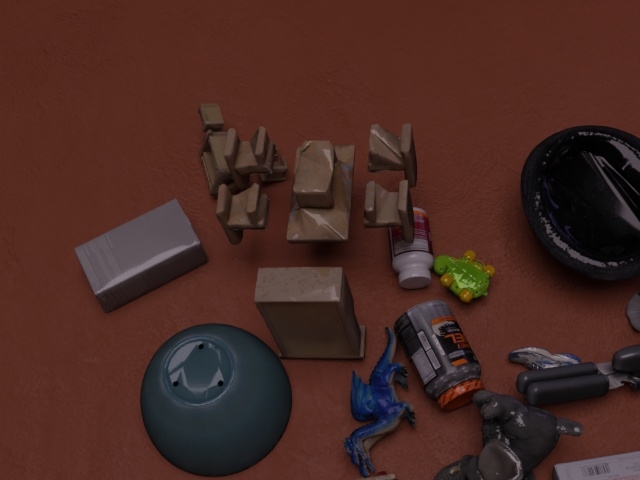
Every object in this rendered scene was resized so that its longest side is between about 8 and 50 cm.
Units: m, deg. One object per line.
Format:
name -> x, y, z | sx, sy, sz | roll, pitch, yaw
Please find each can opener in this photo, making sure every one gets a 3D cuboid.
can opener -> 0.496, 0.242, 1.745 | 0.281, 0.093, 0.074 | -9, 27, -14

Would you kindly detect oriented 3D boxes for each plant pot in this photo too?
plant pot -> -0.207, 0.272, 1.758 | 0.290, 0.195, 0.290 | -2, 64, 4

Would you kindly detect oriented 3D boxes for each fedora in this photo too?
fedora -> 0.543, -0.058, 1.879 | 0.334, 0.152, 0.333 | -1, 67, 3

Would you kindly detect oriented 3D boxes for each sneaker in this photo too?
sneaker -> 0.423, 0.238, 1.801 | 0.135, 0.052, 0.058 | 8, 69, 10

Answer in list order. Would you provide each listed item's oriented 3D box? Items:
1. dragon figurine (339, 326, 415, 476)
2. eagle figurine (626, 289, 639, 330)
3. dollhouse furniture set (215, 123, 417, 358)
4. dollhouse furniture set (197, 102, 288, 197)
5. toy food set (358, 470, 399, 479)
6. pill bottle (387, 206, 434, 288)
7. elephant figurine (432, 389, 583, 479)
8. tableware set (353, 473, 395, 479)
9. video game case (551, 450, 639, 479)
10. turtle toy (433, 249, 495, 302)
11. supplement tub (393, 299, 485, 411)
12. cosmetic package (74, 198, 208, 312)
dragon figurine -> 0.097, 0.290, 1.783 | 0.144, 0.085, 0.289 | -8, 64, 1
eagle figurine -> 0.734, 0.170, 1.758 | 0.298, 0.225, 0.226 | 41, 116, -9
dollhouse furniture set -> 0.000, 0.000, 1.843 | 0.362, 0.256, 0.394 | -1, 59, 11
dollhouse furniture set -> -0.176, -0.197, 2.066 | 0.161, 0.101, 0.181 | -4, 60, -25
toy food set -> 0.129, 0.470, 1.730 | 0.078, 0.019, 0.122 | -30, 57, -10
pill bottle -> 0.182, 0.017, 1.911 | 0.086, 0.086, 0.152 | -5, 64, 2
elephant figurine -> 0.315, 0.402, 1.689 | 0.169, 0.186, 0.239 | 27, 77, -19
tableware set -> 0.051, 0.489, 1.699 | 0.194, 0.039, 0.128 | -12, 63, 9
video game case -> 0.565, 0.489, 1.638 | 0.270, 0.061, 0.244 | -9, 53, 1
turtle toy -> 0.280, 0.071, 1.886 | 0.130, 0.066, 0.095 | 40, 71, 22
supplement tub -> 0.226, 0.217, 1.791 | 0.117, 0.117, 0.190 | -23, 65, -6
cosmetic package -> -0.365, 0.030, 1.946 | 0.238, 0.107, 0.127 | -24, 64, -10
